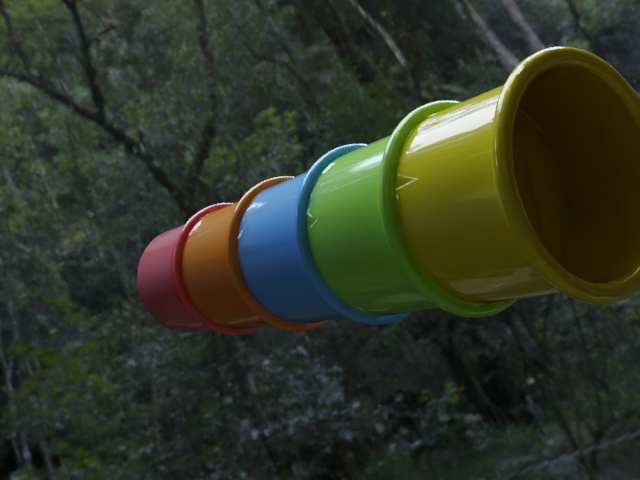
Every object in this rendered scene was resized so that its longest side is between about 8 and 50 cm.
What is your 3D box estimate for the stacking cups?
[{"bbox_3d":[0.000,0.000,0.467,0.096,0.096,0.316,-8,-4,-40],"label":"stacking cups"}]
